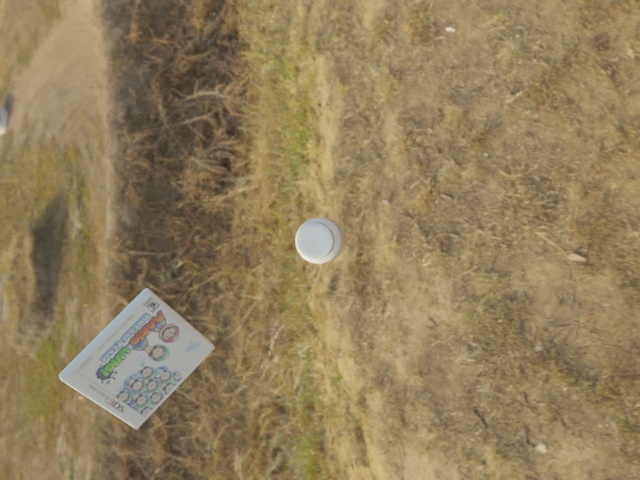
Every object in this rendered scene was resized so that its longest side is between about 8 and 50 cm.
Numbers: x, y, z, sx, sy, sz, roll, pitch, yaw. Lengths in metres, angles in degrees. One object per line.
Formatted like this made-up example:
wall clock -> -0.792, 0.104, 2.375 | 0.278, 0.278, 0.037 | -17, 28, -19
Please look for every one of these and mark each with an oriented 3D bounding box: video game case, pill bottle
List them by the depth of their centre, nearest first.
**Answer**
video game case -> -0.243, 0.163, 0.854 | 0.157, 0.143, 0.019 | -46, 37, -10
pill bottle -> 0.000, 0.000, 1.191 | 0.087, 0.160, 0.087 | 0, 90, 8
